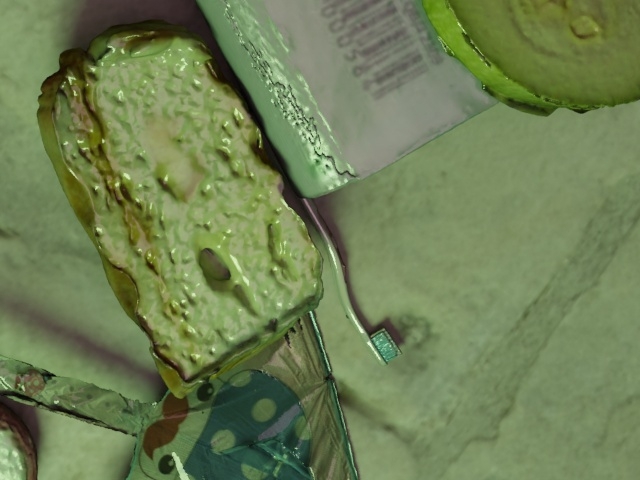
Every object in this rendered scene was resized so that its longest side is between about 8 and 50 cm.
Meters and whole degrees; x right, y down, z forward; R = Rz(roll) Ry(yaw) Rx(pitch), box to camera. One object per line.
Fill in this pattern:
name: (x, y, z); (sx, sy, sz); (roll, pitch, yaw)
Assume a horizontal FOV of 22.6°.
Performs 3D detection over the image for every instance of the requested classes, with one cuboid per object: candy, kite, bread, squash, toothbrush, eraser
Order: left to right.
candy: (-0.237, 0.150, 1.059); (0.103, 0.043, 0.103); (-2, 102, -8)
kite: (-0.095, 0.127, 1.076); (0.314, 0.011, 0.335); (26, 88, -24)
bread: (-0.089, -0.026, 1.016); (0.128, 0.088, 0.232); (-27, 99, -8)
toothbrush: (0.000, 0.000, 1.083); (0.022, 0.017, 0.204); (-27, 106, 7)
eraser: (0.009, -0.164, 1.016); (0.174, 0.081, 0.227); (-28, 106, -3)
squash: (0.154, -0.188, 1.016); (0.219, 0.041, 0.219); (1, 88, -31)
